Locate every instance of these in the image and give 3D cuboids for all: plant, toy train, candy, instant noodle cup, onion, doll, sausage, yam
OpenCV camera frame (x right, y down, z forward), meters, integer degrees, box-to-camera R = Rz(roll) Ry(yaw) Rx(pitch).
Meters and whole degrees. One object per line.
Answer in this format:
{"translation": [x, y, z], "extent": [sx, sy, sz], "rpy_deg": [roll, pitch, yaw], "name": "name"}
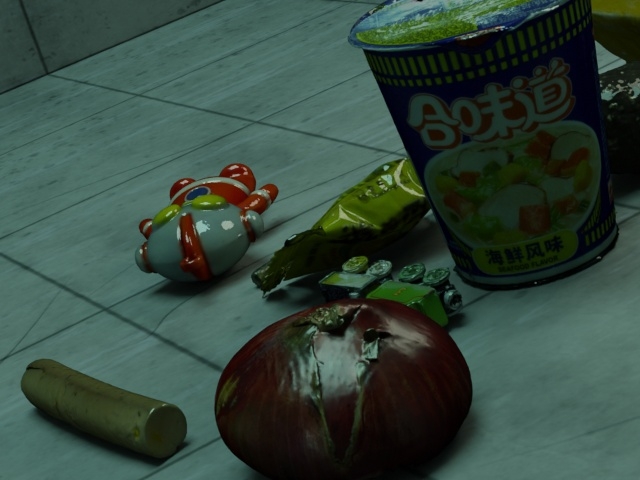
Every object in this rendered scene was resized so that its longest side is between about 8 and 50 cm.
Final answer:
{"translation": [0.408, -0.153, 2.077], "extent": [0.203, 0.131, 0.142], "rpy_deg": [-14, 17, -4], "name": "plant"}
{"translation": [0.074, 0.063, 1.898], "extent": [0.081, 0.060, 0.202], "rpy_deg": [-36, 24, -28], "name": "toy train"}
{"translation": [0.062, -0.032, 2.067], "extent": [0.297, 0.081, 0.187], "rpy_deg": [-25, -15, -22], "name": "candy"}
{"translation": [0.204, -0.124, 1.908], "extent": [0.284, 0.312, 0.284], "rpy_deg": [-16, 21, 6], "name": "instant noodle cup"}
{"translation": [0.020, 0.137, 1.627], "extent": [0.248, 0.161, 0.248], "rpy_deg": [-5, 2, 0], "name": "onion"}
{"translation": [-0.158, -0.023, 2.262], "extent": [0.199, 0.105, 0.336], "rpy_deg": [-15, 19, 8], "name": "doll"}
{"translation": [-0.246, 0.178, 1.864], "extent": [0.066, 0.066, 0.301], "rpy_deg": [-29, 21, -30], "name": "sausage"}
{"translation": [0.001, 0.000, 2.190], "extent": [0.234, 0.029, 0.027], "rpy_deg": [-30, 50, -34], "name": "yam"}

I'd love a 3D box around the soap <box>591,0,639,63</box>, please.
{"translation": [0.505, -0.272, 2.178], "extent": [0.281, 0.259, 0.143], "rpy_deg": [16, 81, 61], "name": "soap"}
